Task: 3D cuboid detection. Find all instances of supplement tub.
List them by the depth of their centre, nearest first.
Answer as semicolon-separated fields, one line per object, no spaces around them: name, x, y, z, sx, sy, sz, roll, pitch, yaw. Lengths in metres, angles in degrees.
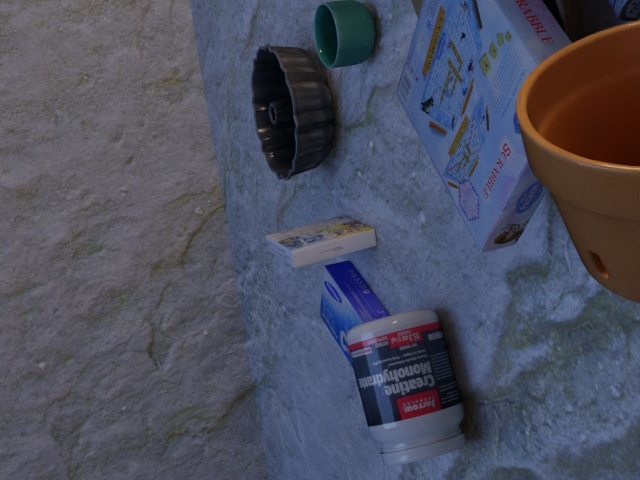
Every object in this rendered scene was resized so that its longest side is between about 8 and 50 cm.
supplement tub;0.169;0.283;1.660;0.191;0.191;0.272;141;116;-68

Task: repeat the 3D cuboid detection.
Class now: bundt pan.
bundt pan;-0.060;-0.316;2.066;0.331;0.124;0.331;169;90;-71

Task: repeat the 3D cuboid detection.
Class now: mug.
mug;0.050;-0.431;1.730;0.129;0.097;0.158;109;145;-56

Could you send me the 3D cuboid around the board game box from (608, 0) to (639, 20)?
board game box;0.365;-0.346;0.957;0.194;0.060;0.194;117;139;-60

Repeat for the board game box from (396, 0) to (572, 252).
board game box;0.221;-0.201;1.153;0.319;0.065;0.318;104;149;-56

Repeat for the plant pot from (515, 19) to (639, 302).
plant pot;0.357;-0.072;0.857;0.291;0.290;0.204;51;164;53

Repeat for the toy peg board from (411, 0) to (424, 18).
toy peg board;0.215;-0.400;1.353;0.161;0.079;0.161;67;164;-15

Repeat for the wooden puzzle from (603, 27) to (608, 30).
wooden puzzle;0.363;-0.229;1.102;0.116;0.014;0.079;168;95;-70

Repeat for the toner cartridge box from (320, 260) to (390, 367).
toner cartridge box;0.100;0.212;1.990;0.348;0.075;0.165;-126;32;-50

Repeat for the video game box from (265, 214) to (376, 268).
video game box;0.000;0.000;1.958;0.187;0.205;0.048;-155;52;-67

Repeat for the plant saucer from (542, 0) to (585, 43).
plant saucer;0.277;-0.314;1.151;0.278;0.041;0.278;157;90;-84
